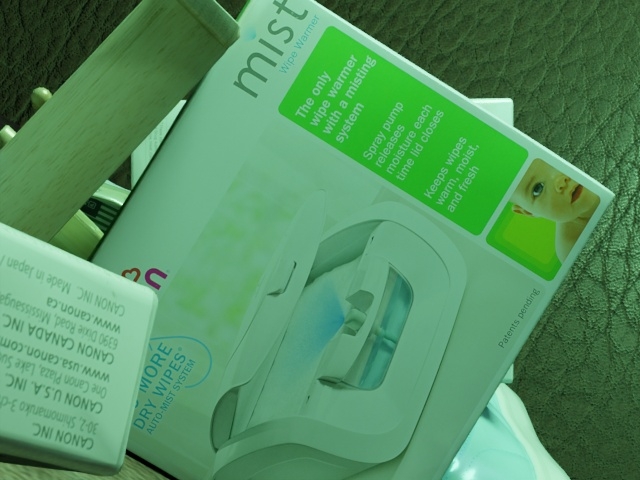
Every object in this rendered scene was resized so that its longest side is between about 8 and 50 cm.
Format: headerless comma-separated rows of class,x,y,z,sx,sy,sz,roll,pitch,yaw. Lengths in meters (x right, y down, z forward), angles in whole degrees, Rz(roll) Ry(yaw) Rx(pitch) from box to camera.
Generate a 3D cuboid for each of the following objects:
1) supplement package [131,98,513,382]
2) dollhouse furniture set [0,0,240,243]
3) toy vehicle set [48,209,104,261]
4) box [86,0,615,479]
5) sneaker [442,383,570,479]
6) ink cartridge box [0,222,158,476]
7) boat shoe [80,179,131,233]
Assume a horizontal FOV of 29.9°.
supplement package,0.000,0.000,0.906,0.262,0.199,0.198,0,1,-1
dollhouse furniture set,-0.233,-0.161,0.588,0.355,0.174,0.303,44,-7,-13
toy vehicle set,-0.254,-0.056,0.957,0.267,0.035,0.166,48,-6,-30
box,-0.006,0.021,0.701,0.231,0.262,0.127,32,0,-7
sneaker,0.074,0.144,0.923,0.150,0.135,0.366,35,-2,-12
ink cartridge box,-0.235,-0.004,0.317,0.261,0.066,0.296,1,-18,33
boat shoe,-0.215,-0.002,1.411,0.302,0.109,0.094,23,16,-3
